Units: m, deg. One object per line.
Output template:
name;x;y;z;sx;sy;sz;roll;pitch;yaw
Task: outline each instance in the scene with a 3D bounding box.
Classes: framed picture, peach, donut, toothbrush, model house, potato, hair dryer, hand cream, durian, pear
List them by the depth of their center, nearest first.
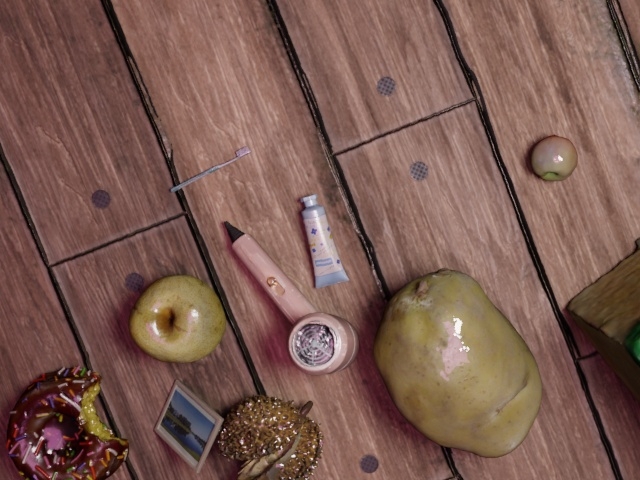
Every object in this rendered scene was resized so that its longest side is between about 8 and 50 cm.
model house;0.680;0.172;1.160;0.342;0.334;0.382;-38;93;4
potato;0.229;0.214;1.223;0.243;0.221;0.326;-40;104;11
hair dryer;-0.072;0.093;1.260;0.106;0.189;0.344;-43;77;3
peach;0.418;-0.147;1.271;0.083;0.083;0.083;0;93;1
pear;-0.255;0.141;1.272;0.167;0.136;0.167;0;90;4
durian;-0.085;0.358;1.283;0.196;0.167;0.196;-5;102;-23
framed picture;-0.242;0.336;1.297;0.149;0.011;0.109;27;95;42
donut;-0.474;0.355;1.306;0.216;0.096;0.231;-12;93;2
hand cream;0.000;0.000;1.306;0.064;0.043;0.171;-15;97;7
toothbrush;-0.205;-0.131;1.317;0.167;0.011;0.014;-27;87;2
